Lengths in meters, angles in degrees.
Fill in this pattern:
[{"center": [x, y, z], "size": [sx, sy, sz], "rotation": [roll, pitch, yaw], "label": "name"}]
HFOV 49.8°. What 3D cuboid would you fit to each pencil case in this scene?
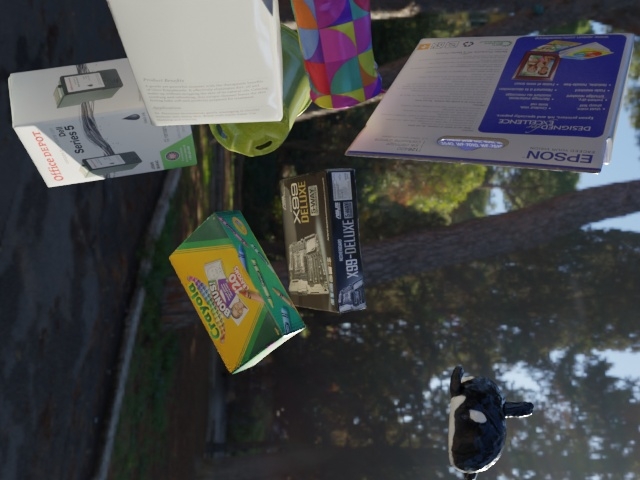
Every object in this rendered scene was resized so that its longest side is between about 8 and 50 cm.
[{"center": [0.016, -0.278, 0.840], "size": [0.104, 0.105, 0.236], "rotation": [-99, 177, -57], "label": "pencil case"}]

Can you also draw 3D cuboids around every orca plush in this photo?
[{"center": [0.241, 0.249, 0.941], "size": [0.287, 0.102, 0.151], "rotation": [38, 49, -68], "label": "orca plush"}]

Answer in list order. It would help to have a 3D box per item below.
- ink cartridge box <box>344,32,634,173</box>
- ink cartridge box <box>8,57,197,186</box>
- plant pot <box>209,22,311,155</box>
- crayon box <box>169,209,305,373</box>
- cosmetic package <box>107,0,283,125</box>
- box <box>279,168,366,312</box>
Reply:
[{"center": [0.229, -0.170, 0.903], "size": [0.307, 0.304, 0.072], "rotation": [-60, 146, -37], "label": "ink cartridge box"}, {"center": [-0.365, -0.205, 1.191], "size": [0.198, 0.273, 0.114], "rotation": [98, -20, -64], "label": "ink cartridge box"}, {"center": [-0.148, -0.330, 1.583], "size": [0.253, 0.276, 0.276], "rotation": [-86, 179, -53], "label": "plant pot"}, {"center": [-0.169, 0.100, 1.368], "size": [0.165, 0.081, 0.278], "rotation": [-40, -106, 31], "label": "crayon box"}, {"center": [-0.151, -0.313, 0.853], "size": [0.365, 0.197, 0.155], "rotation": [91, -3, -60], "label": "cosmetic package"}, {"center": [0.000, 0.000, 1.563], "size": [0.242, 0.077, 0.307], "rotation": [0, -85, 62], "label": "box"}]
